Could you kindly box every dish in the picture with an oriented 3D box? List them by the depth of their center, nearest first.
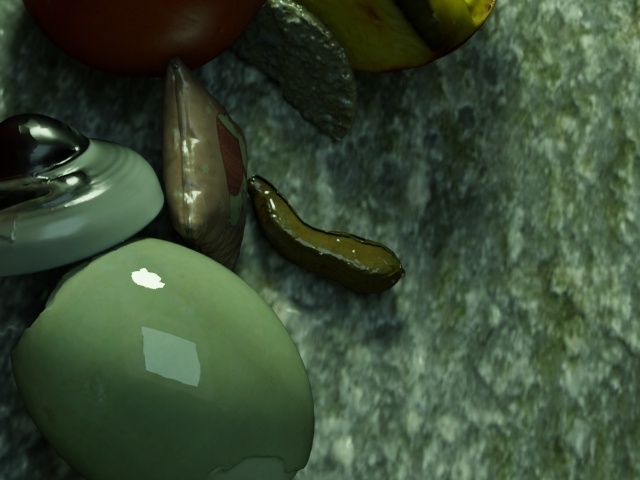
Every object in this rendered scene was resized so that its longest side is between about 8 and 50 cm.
[{"bbox_3d":[-0.322,-0.074,1.665,0.273,0.273,0.134,-24,116,-24],"label":"dish"}]

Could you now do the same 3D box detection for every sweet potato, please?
[{"bbox_3d":[-0.004,0.003,1.885,0.233,0.062,0.081,30,51,-5],"label":"sweet potato"}]

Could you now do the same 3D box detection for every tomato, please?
[{"bbox_3d":[-0.206,-0.350,1.788,0.321,0.321,0.321,6,71,-18],"label":"tomato"}]

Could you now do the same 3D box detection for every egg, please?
[{"bbox_3d":[-0.161,0.162,1.658,0.336,0.278,0.278,41,65,-1],"label":"egg"}]

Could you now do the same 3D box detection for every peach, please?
[{"bbox_3d":[0.078,-0.391,1.942,0.306,0.242,0.380,26,57,-28],"label":"peach"}]

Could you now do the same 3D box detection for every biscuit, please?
[{"bbox_3d":[-0.038,-0.243,1.911,0.250,0.133,0.032,42,50,-2],"label":"biscuit"}]

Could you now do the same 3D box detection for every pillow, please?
[{"bbox_3d":[-0.136,-0.079,1.785,0.084,0.236,0.223,-6,74,8],"label":"pillow"}]
